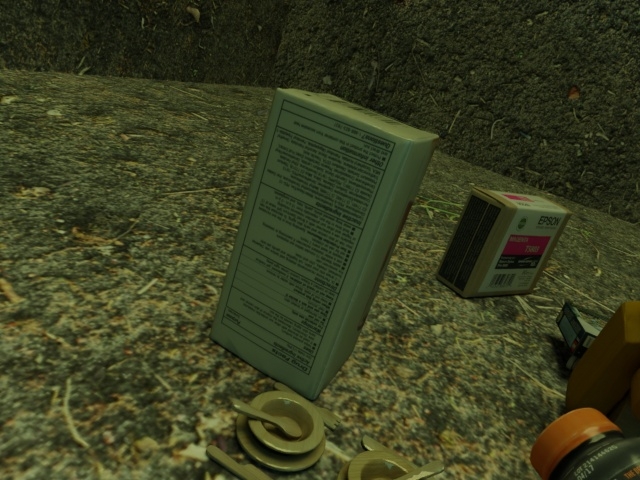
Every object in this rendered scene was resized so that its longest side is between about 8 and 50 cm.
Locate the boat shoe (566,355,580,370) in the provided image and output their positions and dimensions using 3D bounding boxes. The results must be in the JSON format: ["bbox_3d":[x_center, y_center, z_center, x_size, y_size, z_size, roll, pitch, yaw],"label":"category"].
[{"bbox_3d":[0.427,0.196,0.771,0.100,0.035,0.035,10,19,-37],"label":"boat shoe"}]

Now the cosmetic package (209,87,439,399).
[{"bbox_3d":[0.000,0.000,0.544,0.153,0.296,0.129,27,22,17],"label":"cosmetic package"}]

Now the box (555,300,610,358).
[{"bbox_3d":[0.500,0.181,0.756,0.233,0.044,0.159,24,15,13],"label":"box"}]

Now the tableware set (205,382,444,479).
[{"bbox_3d":[0.013,0.191,0.440,0.194,0.039,0.128,26,23,18],"label":"tableware set"}]

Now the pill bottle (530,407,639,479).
[{"bbox_3d":[0.281,0.252,0.385,0.131,0.130,0.245,9,24,-23],"label":"pill bottle"}]

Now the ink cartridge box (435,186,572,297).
[{"bbox_3d":[0.360,0.007,0.955,0.235,0.193,0.088,1,27,-36],"label":"ink cartridge box"}]

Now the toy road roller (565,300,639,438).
[{"bbox_3d":[0.405,0.167,0.483,0.203,0.329,0.240,24,40,15],"label":"toy road roller"}]
